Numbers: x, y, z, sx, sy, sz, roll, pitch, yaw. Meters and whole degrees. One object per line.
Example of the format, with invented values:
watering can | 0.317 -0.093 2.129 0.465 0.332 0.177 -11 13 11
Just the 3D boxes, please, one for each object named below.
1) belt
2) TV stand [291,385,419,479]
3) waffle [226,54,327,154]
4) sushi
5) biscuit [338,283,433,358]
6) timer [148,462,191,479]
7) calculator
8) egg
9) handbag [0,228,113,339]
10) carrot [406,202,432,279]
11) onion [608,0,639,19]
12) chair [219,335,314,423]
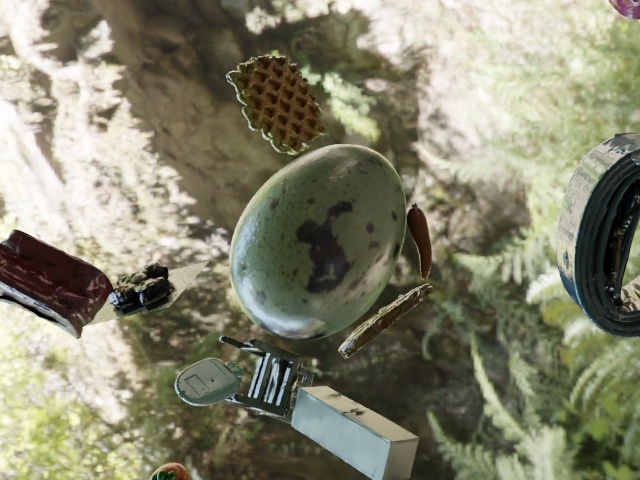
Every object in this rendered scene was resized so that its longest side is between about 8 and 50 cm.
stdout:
belt | 0.684 -0.013 1.986 0.173 0.300 0.436 -98 13 -68
TV stand | 0.062 0.368 1.757 0.083 0.270 0.088 3 -77 -42
waffle | -0.091 -0.302 2.017 0.243 0.059 0.237 -30 -90 -48
sushi | -0.377 0.092 1.893 0.219 0.231 0.047 -58 -50 -62
biscuit | 0.138 0.161 1.907 0.041 0.208 0.290 53 -144 5
timer | -0.338 0.547 1.992 0.136 0.099 0.136 -6 -90 -73
calculator | -0.205 0.263 1.706 0.153 0.095 0.021 -23 -35 -45
egg | 0.000 0.000 1.620 0.379 0.288 0.287 -55 -45 -22
handbag | -0.511 0.082 1.692 0.135 0.225 0.146 -60 -11 -22
carrot | 0.176 -0.001 1.592 0.035 0.035 0.142 19 -123 -58
onion | 0.336 -0.330 1.048 0.150 0.140 0.150 6 -90 -74
chair | -0.094 0.308 1.940 0.270 0.147 0.136 28 -109 -33
